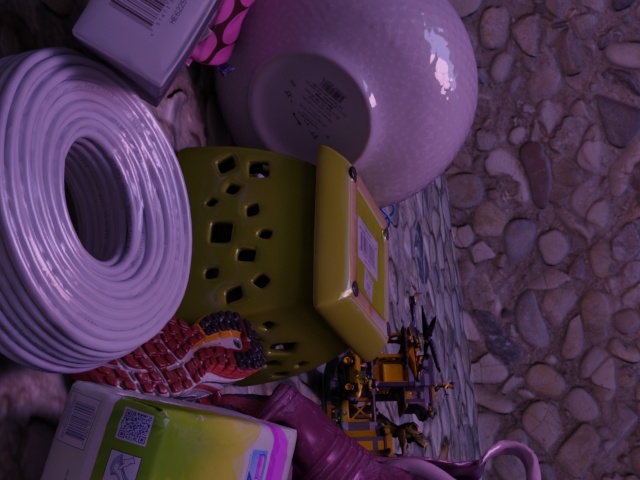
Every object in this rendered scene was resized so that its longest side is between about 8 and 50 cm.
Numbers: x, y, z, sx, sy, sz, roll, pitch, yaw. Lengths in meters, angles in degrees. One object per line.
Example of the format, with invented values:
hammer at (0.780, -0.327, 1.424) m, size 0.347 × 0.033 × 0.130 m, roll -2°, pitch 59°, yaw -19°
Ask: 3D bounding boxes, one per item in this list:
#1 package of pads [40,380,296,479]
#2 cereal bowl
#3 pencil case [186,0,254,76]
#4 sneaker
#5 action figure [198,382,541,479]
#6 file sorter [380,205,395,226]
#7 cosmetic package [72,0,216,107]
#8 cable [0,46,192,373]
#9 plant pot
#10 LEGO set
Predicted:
package of pads at (-0.133, 0.248, 0.811) m, size 0.296 × 0.101 × 0.229 m, roll 37°, pitch 67°, yaw -66°
cereal bowl at (0.011, -0.178, 1.190) m, size 0.141 × 0.339 × 0.339 m, roll -50°, pitch 132°, yaw -51°
pencil case at (-0.098, -0.290, 1.077) m, size 0.209 × 0.095 × 0.098 m, roll -59°, pitch 175°, yaw 35°
sneaker at (-0.148, 0.123, 0.931) m, size 0.225 × 0.092 × 0.088 m, roll 10°, pitch 48°, yaw -55°
action figure at (0.015, 0.260, 1.060) m, size 0.370 × 0.276 × 0.248 m, roll 41°, pitch 21°, yaw -4°
file sorter at (0.033, -0.018, 1.482) m, size 0.118 × 0.104 × 0.170 m, roll 44°, pitch 32°, yaw -14°
cosmetic package at (-0.144, -0.190, 0.851) m, size 0.117 × 0.085 × 0.231 m, roll -58°, pitch -171°, yaw -1°
cable at (-0.199, -0.023, 0.781) m, size 0.257 × 0.089 × 0.257 m, roll -78°, pitch 149°, yaw -47°
plant pot at (-0.037, 0.026, 1.134) m, size 0.228 × 0.207 × 0.227 m, roll 52°, pitch 35°, yaw -59°
LEGO set at (0.112, 0.252, 1.418) m, size 0.331 × 0.192 × 0.255 m, roll 96°, pitch -8°, yaw -58°
